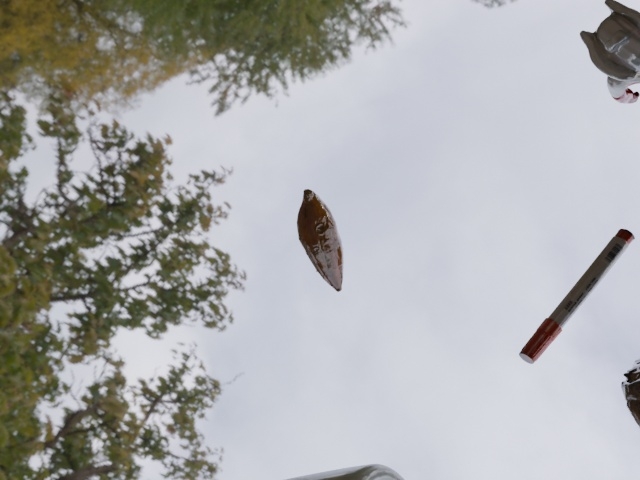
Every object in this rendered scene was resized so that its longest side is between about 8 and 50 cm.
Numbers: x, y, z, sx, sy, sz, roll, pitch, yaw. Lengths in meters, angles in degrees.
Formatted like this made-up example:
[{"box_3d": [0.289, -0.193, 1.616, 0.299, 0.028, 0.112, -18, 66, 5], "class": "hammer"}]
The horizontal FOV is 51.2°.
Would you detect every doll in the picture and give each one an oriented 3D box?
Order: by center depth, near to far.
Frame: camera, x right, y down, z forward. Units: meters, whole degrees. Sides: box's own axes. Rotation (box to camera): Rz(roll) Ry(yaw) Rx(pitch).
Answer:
[{"box_3d": [0.492, -0.275, 0.967, 0.099, 0.383, 0.188, 52, -51, 27], "class": "doll"}]

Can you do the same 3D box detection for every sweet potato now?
[{"box_3d": [0.000, 0.000, 0.543, 0.034, 0.095, 0.034, -13, -156, 6], "class": "sweet potato"}]

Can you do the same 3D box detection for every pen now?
[{"box_3d": [0.359, 0.076, 0.930, 0.239, 0.028, 0.028, -47, -137, -11], "class": "pen"}]

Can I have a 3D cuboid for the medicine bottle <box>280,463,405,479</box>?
[{"box_3d": [-0.025, 0.324, 0.705, 0.252, 0.144, 0.145, -21, -133, 35], "class": "medicine bottle"}]

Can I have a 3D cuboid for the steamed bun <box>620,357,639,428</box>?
[{"box_3d": [0.508, 0.161, 0.738, 0.199, 0.301, 0.251, 60, -41, 18], "class": "steamed bun"}]
